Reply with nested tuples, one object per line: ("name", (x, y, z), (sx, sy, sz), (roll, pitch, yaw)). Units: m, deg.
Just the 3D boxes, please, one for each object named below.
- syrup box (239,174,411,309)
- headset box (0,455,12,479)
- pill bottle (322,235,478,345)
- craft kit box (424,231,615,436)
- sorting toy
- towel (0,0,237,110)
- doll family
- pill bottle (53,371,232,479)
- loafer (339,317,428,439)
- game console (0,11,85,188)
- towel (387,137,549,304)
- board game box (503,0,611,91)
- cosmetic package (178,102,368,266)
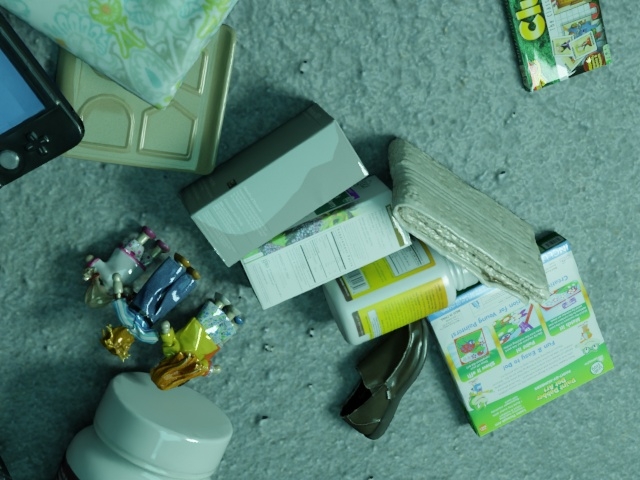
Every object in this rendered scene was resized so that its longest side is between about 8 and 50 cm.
("syrup box", (0.000, 0.000, 1.688), (0.237, 0.093, 0.096), (-24, 112, -5))
("headset box", (-0.610, 0.377, 1.599), (0.283, 0.131, 0.246), (20, 102, -39))
("pill bottle", (0.118, 0.064, 1.727), (0.215, 0.117, 0.117), (-22, 112, -6))
("craft kit box", (0.309, 0.148, 1.839), (0.250, 0.061, 0.246), (-26, 110, -4))
("sorting toy", (-0.233, -0.250, 1.579), (0.229, 0.041, 0.307), (8, 106, -12))
("towel", (-0.229, -0.396, 1.449), (0.320, 0.090, 0.374), (35, 106, -7))
("doll family", (-0.219, 0.112, 1.639), (0.163, 0.118, 0.263), (-48, 111, -12))
("pill bottle", (-0.286, 0.402, 1.680), (0.224, 0.224, 0.392), (21, 103, -19))
("loafer", (0.095, 0.202, 1.787), (0.078, 0.080, 0.220), (19, 103, -20))
("game console", (-0.488, -0.160, 1.460), (0.250, 0.173, 0.293), (-25, 115, 22))
("towel", (0.208, -0.024, 1.686), (0.282, 0.187, 0.049), (33, 118, -20))
("board game box", (0.329, -0.356, 1.687), (0.136, 0.030, 0.259), (-20, 112, -4))
("cosmetic package", (-0.065, -0.080, 1.629), (0.238, 0.127, 0.107), (-37, 112, -2))
